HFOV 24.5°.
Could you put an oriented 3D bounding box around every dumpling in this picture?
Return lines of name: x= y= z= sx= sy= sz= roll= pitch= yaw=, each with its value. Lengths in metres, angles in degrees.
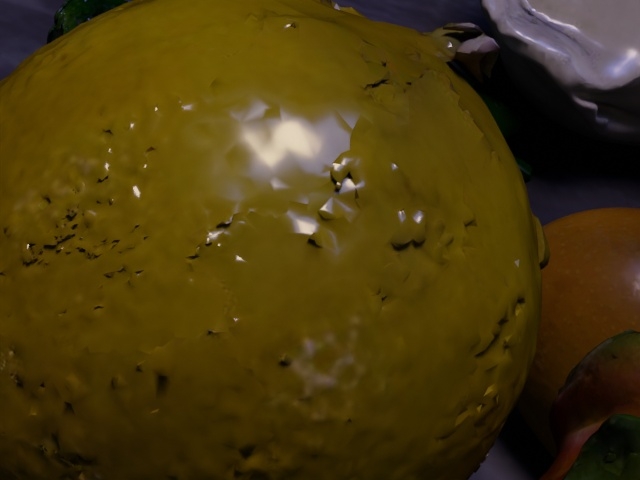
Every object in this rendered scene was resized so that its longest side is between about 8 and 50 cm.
dumpling: x=0.157 y=-0.124 z=0.724 sx=0.250 sy=0.132 sz=0.162 roll=-18 pitch=57 yaw=-41

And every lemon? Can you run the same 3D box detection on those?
lemon: x=-0.033 y=0.018 z=0.413 sx=0.206 sy=0.173 sz=0.173 roll=-24 pitch=47 yaw=2

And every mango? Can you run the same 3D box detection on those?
mango: x=0.140 y=0.062 z=0.517 sx=0.184 sy=0.102 sz=0.085 roll=39 pitch=19 yaw=16

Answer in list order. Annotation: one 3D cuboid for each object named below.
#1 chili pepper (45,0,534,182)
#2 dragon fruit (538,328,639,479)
chili pepper: x=-0.004 y=-0.065 z=0.628 sx=0.224 sy=0.061 sz=0.098 roll=7 pitch=33 yaw=-18
dragon fruit: x=0.092 y=0.105 z=0.358 sx=0.269 sy=0.198 sz=0.200 roll=13 pitch=69 yaw=-40
